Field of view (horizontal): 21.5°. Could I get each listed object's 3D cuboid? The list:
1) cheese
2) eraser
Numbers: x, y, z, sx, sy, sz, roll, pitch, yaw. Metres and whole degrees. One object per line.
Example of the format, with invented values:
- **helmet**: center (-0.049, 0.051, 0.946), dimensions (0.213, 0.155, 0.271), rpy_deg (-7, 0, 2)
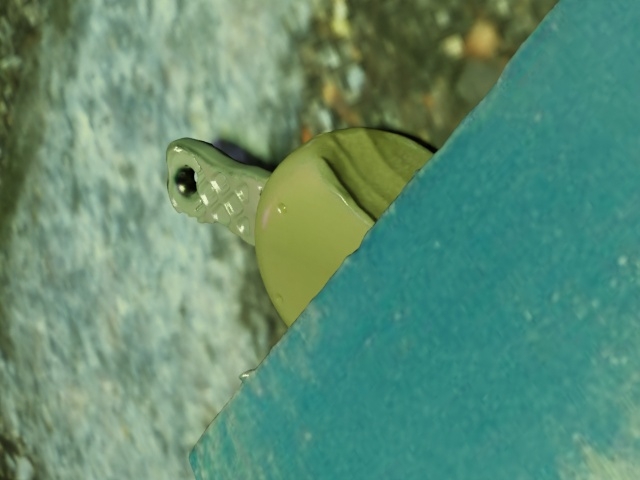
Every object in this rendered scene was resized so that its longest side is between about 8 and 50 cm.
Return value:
- **cheese**: center (0.002, -0.005, 0.645), dimensions (0.171, 0.047, 0.092), rpy_deg (42, 133, 27)
- **eraser**: center (0.076, 0.024, 0.502), dimensions (0.312, 0.043, 0.144), rpy_deg (-52, 52, 29)
